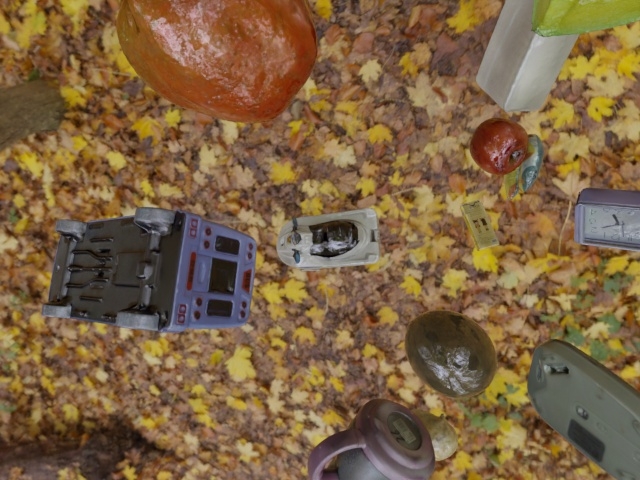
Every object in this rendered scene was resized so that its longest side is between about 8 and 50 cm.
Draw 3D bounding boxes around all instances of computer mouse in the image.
[{"bbox_3d":[0.538,0.328,0.941,0.094,0.331,0.197,-10,116,-18],"label":"computer mouse"}]

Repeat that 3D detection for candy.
[{"bbox_3d":[0.595,-0.557,1.366,0.144,0.208,0.359,-3,136,-14],"label":"candy"}]

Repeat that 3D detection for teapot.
[{"bbox_3d":[0.062,0.295,0.626,0.116,0.148,0.146,46,118,23],"label":"teapot"}]

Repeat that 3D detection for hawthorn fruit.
[{"bbox_3d":[-0.091,-0.196,0.444,0.189,0.189,0.189,12,127,17],"label":"hawthorn fruit"}]

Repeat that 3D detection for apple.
[{"bbox_3d":[0.569,-0.304,1.542,0.168,0.180,0.181,47,138,34],"label":"apple"}]

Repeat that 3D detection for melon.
[{"bbox_3d":[0.667,-0.604,1.021,0.343,0.226,0.332,6,112,6],"label":"melon"}]

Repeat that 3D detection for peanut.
[{"bbox_3d":[0.242,0.509,1.256,0.224,0.129,0.129,-12,117,16],"label":"peanut"}]

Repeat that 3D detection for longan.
[{"bbox_3d":[0.341,0.298,1.254,0.215,0.246,0.246,-28,110,6],"label":"longan"}]

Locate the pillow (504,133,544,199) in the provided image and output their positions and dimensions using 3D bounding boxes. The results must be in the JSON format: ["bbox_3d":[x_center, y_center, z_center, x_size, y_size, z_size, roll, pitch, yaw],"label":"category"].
[{"bbox_3d":[0.708,-0.258,1.677,0.086,0.233,0.214,10,84,0],"label":"pillow"}]

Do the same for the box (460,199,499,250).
[{"bbox_3d":[0.473,-0.046,1.435,0.020,0.073,0.149,124,131,-67],"label":"box"}]

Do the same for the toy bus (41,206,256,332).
[{"bbox_3d":[-0.213,0.040,0.570,0.292,0.133,0.126,-3,77,40],"label":"toy bus"}]

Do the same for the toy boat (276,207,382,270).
[{"bbox_3d":[0.007,0.000,1.137,0.269,0.141,0.141,-4,121,14],"label":"toy boat"}]

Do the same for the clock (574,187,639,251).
[{"bbox_3d":[0.745,-0.050,1.202,0.193,0.073,0.145,9,138,36],"label":"clock"}]
